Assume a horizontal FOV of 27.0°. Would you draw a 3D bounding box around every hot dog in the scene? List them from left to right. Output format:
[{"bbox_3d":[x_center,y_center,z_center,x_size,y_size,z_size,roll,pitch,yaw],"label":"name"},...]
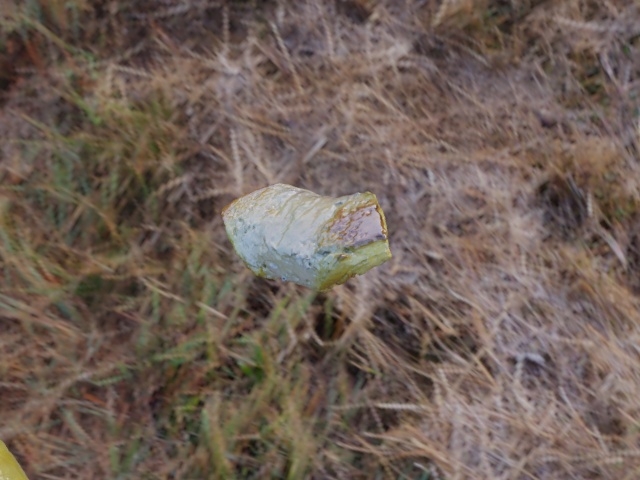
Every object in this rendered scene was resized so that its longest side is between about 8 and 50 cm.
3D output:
[{"bbox_3d":[0.000,0.001,0.937,0.169,0.061,0.078,14,58,49],"label":"hot dog"}]

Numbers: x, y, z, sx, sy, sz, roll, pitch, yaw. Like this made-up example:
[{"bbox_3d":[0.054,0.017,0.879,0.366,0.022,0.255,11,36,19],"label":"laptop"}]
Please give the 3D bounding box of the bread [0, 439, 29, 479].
[{"bbox_3d":[-0.200,0.119,0.629,0.156,0.125,0.086,19,41,42],"label":"bread"}]
